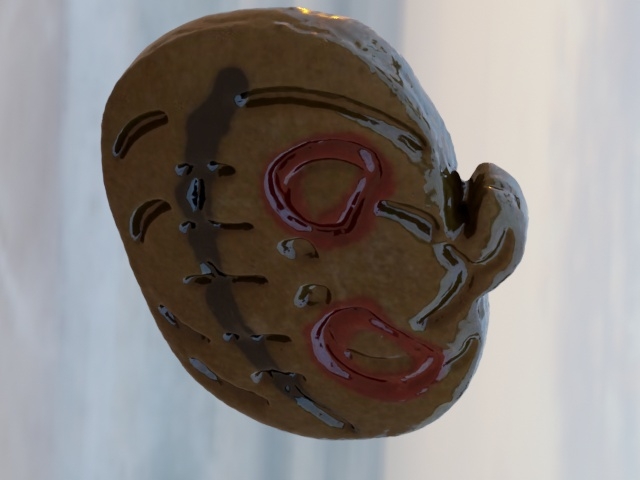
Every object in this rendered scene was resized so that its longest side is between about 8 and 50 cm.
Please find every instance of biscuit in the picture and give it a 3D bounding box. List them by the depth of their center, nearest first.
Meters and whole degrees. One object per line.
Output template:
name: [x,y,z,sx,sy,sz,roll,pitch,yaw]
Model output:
biscuit: [0.000,0.001,1.452,0.063,0.314,0.367,-59,141,-48]
